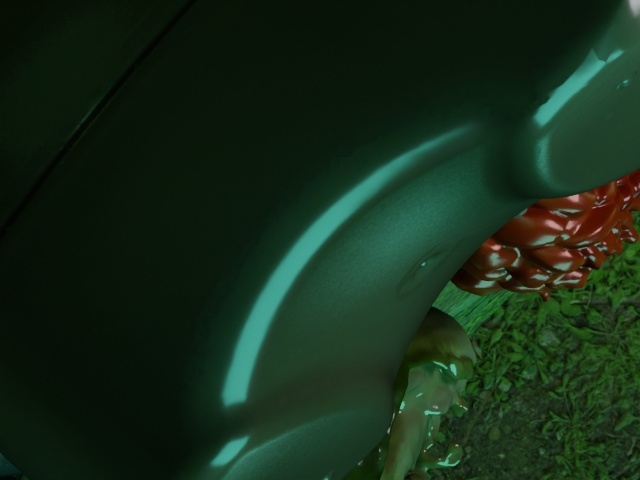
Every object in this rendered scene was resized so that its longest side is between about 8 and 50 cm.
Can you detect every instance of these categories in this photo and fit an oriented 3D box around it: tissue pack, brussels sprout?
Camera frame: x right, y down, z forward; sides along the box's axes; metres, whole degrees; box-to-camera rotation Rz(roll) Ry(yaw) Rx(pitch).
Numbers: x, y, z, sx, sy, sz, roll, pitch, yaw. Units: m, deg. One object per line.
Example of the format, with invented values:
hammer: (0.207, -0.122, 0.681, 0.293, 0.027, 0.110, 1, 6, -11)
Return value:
tissue pack: (-0.023, -0.064, 0.818, 0.387, 0.277, 0.267, -49, 165, 14)
brussels sprout: (-0.002, 0.190, 1.871, 0.371, 0.315, 0.276, -38, 152, -45)

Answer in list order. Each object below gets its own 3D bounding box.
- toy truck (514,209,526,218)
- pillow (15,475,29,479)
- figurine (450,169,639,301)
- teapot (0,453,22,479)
toy truck: (0.130, -0.102, 1.527, 0.161, 0.177, 0.213, -36, 166, -25)
pillow: (-0.246, 0.197, 1.726, 0.119, 0.053, 0.208, -28, 163, -31)
figurine: (0.195, -0.033, 1.937, 0.306, 0.241, 0.412, -7, 171, -26)
teapot: (-0.232, 0.118, 1.248, 0.225, 0.171, 0.203, -18, 139, -45)
